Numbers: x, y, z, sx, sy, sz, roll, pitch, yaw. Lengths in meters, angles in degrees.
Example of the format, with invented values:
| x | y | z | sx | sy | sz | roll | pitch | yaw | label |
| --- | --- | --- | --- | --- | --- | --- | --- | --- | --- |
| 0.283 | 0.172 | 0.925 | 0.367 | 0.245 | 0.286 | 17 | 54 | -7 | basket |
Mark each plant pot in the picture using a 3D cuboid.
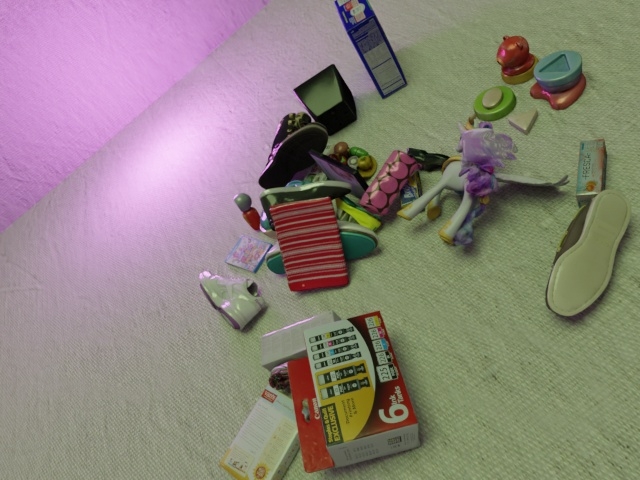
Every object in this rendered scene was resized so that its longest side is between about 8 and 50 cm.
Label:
| x | y | z | sx | sy | sz | roll | pitch | yaw | label |
| --- | --- | --- | --- | --- | --- | --- | --- | --- | --- |
| 0.035 | -0.518 | 2.021 | 0.188 | 0.188 | 0.166 | -30 | 58 | 12 | plant pot |

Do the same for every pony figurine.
| x | y | z | sx | sy | sz | roll | pitch | yaw | label |
| --- | --- | --- | --- | --- | --- | --- | --- | --- | --- |
| 0.413 | -0.165 | 1.409 | 0.363 | 0.303 | 0.351 | -59 | 34 | 3 | pony figurine |

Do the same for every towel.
| x | y | z | sx | sy | sz | roll | pitch | yaw | label |
| --- | --- | --- | --- | --- | --- | --- | --- | --- | --- |
| -0.033 | 0.017 | 1.559 | 0.199 | 0.274 | 0.031 | -7 | 16 | 19 | towel |

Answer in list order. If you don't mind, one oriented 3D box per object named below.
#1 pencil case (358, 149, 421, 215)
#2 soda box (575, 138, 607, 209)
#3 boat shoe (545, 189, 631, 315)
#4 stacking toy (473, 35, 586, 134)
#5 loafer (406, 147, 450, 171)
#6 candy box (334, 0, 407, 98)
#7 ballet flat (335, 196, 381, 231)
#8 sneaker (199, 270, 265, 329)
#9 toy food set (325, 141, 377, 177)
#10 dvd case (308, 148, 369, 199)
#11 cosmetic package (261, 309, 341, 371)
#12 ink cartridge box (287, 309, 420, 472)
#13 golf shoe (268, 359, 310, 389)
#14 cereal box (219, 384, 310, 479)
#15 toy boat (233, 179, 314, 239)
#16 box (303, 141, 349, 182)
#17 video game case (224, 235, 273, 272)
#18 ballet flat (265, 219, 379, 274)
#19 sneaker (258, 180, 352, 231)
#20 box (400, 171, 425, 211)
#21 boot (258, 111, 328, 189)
| x | y | z | sx | sy | sz | roll | pitch | yaw | label |
| --- | --- | --- | --- | --- | --- | --- | --- | --- | --- |
| 0.209 | -0.170 | 1.588 | 0.098 | 0.095 | 0.209 | 34 | 90 | 5 | pencil case |
| 0.685 | -0.169 | 1.331 | 0.058 | 0.063 | 0.183 | -2 | 55 | 36 | soda box |
| 0.597 | 0.034 | 1.204 | 0.117 | 0.096 | 0.324 | 30 | 76 | 4 | boat shoe |
| 0.611 | -0.488 | 1.601 | 0.279 | 0.130 | 0.309 | -44 | 42 | -3 | stacking toy |
| 0.346 | -0.246 | 1.658 | 0.170 | 0.062 | 0.061 | 22 | 109 | 38 | loafer |
| 0.191 | -0.739 | 1.976 | 0.122 | 0.317 | 0.268 | -26 | 46 | 15 | candy box |
| 0.101 | -0.083 | 1.684 | 0.231 | 0.077 | 0.077 | 38 | 100 | 45 | ballet flat |
| -0.292 | 0.175 | 1.745 | 0.152 | 0.114 | 0.305 | -38 | 45 | -17 | sneaker |
| 0.089 | -0.284 | 1.820 | 0.218 | 0.071 | 0.128 | 26 | 69 | 31 | toy food set |
| 0.078 | -0.202 | 1.712 | 0.022 | 0.180 | 0.253 | -48 | 43 | -6 | dvd case |
| -0.053 | 0.287 | 1.492 | 0.239 | 0.060 | 0.098 | -23 | 47 | 19 | cosmetic package |
| 0.058 | 0.352 | 1.248 | 0.272 | 0.130 | 0.309 | -15 | 45 | -1 | ink cartridge box |
| -0.047 | 0.348 | 1.431 | 0.186 | 0.067 | 0.086 | -10 | 19 | 11 | golf shoe |
| -0.136 | 0.518 | 1.370 | 0.173 | 0.047 | 0.240 | 17 | 67 | 43 | cereal box |
| -0.164 | -0.114 | 1.817 | 0.319 | 0.148 | 0.267 | -6 | 35 | 39 | toy boat |
| 0.017 | -0.265 | 1.916 | 0.114 | 0.036 | 0.206 | 4 | 58 | 38 | box |
| -0.256 | 0.047 | 1.872 | 0.166 | 0.015 | 0.119 | 14 | 65 | 43 | video game case |
| 0.000 | 0.000 | 1.651 | 0.401 | 0.139 | 0.139 | -16 | 48 | 29 | ballet flat |
| -0.036 | -0.098 | 1.650 | 0.296 | 0.104 | 0.146 | -9 | 77 | -6 | sneaker |
| 0.278 | -0.159 | 1.626 | 0.059 | 0.054 | 0.168 | -19 | 47 | 23 | box |
| -0.087 | -0.373 | 1.951 | 0.377 | 0.138 | 0.284 | -42 | 27 | 46 | boot |
